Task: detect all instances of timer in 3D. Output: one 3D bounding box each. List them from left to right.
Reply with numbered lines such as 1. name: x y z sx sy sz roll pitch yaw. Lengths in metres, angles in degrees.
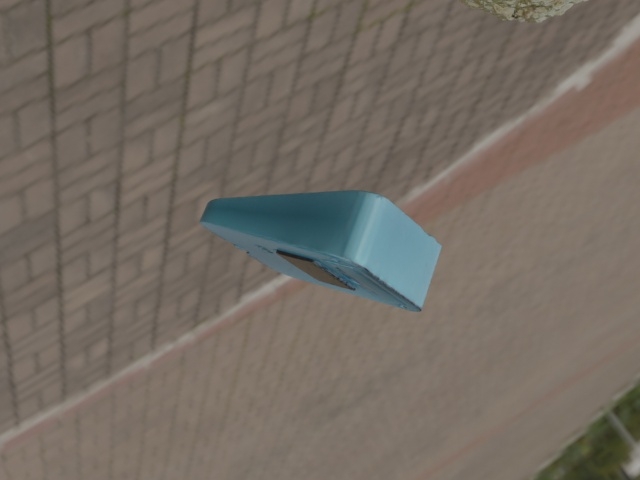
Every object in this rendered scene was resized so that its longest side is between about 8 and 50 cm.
1. timer: 0.000 0.000 1.639 0.232 0.249 0.091 35 69 -57

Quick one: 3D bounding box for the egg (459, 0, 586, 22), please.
1. egg: 0.218 -0.385 1.457 0.279 0.310 0.279 -161 -90 -89
